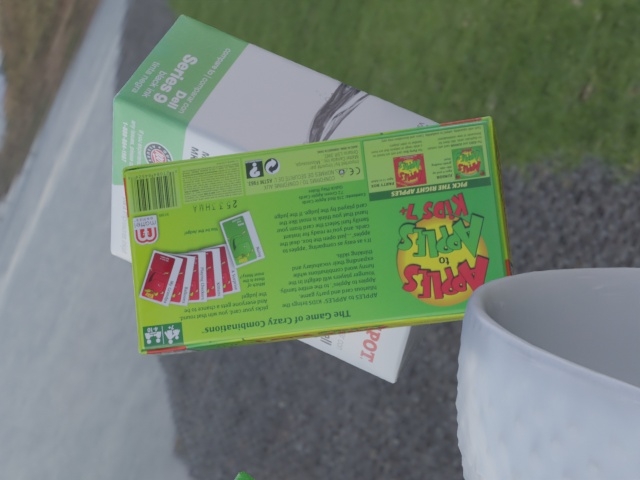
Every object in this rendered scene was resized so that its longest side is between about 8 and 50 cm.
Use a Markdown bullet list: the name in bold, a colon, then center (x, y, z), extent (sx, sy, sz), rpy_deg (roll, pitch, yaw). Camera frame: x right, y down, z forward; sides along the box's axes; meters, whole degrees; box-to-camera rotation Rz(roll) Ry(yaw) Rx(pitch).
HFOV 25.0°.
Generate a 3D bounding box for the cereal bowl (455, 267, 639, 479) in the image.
- **cereal bowl**: center (0.212, 0.107, 0.527), extent (0.339, 0.338, 0.141), rpy_deg (-136, 50, -75)

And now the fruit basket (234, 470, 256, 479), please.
- **fruit basket**: center (-0.161, 0.457, 1.591), extent (0.392, 0.392, 0.283), rpy_deg (-57, 1, 40)

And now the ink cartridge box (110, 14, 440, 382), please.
- **ink cartridge box**: center (-0.024, -0.032, 1.225), extent (0.121, 0.289, 0.211), rpy_deg (-58, -14, -38)

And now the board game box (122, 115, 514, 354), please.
- **board game box**: center (0.000, 0.000, 0.700), extent (0.043, 0.181, 0.092), rpy_deg (24, -121, -78)
